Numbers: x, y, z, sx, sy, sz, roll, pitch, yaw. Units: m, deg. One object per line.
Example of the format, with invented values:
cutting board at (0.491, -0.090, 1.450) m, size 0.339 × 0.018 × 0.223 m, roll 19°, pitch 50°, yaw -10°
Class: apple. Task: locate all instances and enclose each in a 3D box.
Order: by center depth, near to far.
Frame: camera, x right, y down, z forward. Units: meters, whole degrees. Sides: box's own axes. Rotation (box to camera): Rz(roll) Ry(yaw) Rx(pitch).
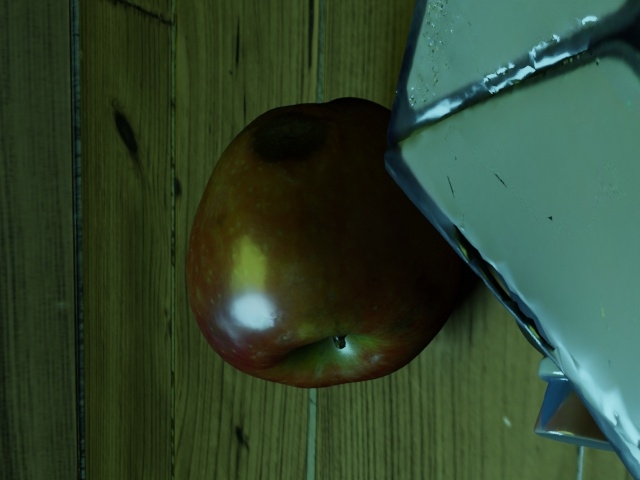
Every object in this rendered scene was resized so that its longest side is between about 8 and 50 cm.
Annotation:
apple at (0.000, 0.000, 1.310) m, size 0.230 × 0.230 × 0.230 m, roll 176°, pitch 90°, yaw -70°

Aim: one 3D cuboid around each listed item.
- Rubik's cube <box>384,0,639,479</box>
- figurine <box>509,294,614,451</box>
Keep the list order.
Rubik's cube at (0.226, -0.087, 0.547) m, size 0.307 × 0.310 × 0.305 m, roll -120°, pitch 32°, yaw -46°
figurine at (0.160, -0.016, 0.950) m, size 0.161 × 0.158 × 0.276 m, roll 135°, pitch 128°, yaw -58°
